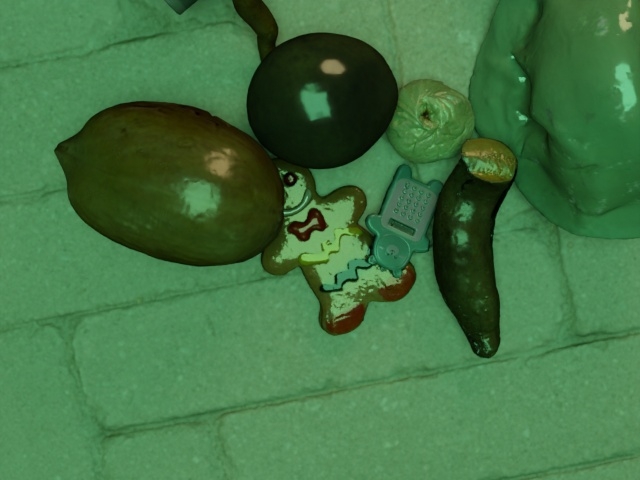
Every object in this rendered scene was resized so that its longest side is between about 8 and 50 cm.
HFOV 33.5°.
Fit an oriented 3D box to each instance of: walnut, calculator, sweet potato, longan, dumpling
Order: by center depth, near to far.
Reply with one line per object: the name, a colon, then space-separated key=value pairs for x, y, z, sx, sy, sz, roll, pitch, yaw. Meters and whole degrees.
dumpling: x=0.337 y=-0.172 z=1.292 sx=0.212 sy=0.270 sz=0.320 roll=5 pitch=73 yaw=-22
walnut: x=-0.184 y=-0.075 z=1.296 sx=0.298 sy=0.203 sz=0.203 roll=21 pitch=96 yaw=4
longan: x=0.003 y=-0.172 z=1.305 sx=0.187 sy=0.167 sz=0.167 roll=-24 pitch=97 yaw=-22
sweet potato: x=-0.075 y=-0.268 z=1.314 sx=0.044 sy=0.044 sz=0.179 roll=-22 pitch=141 yaw=3
sweet potato: x=0.193 y=0.012 z=1.347 sx=0.112 sy=0.085 sz=0.285 roll=11 pitch=106 yaw=42
calculator: x=0.106 y=-0.024 z=1.372 sx=0.094 sy=0.019 sz=0.141 roll=24 pitch=83 yaw=-11

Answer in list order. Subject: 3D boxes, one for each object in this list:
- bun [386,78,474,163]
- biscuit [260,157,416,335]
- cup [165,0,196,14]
bun: x=0.140 y=-0.150 z=1.348 sx=0.115 sy=0.069 sz=0.115 roll=0 pitch=98 yaw=0
biscuit: x=0.000 y=0.000 z=1.384 sx=0.165 sy=0.036 sz=0.250 roll=-36 pitch=95 yaw=3
cup: x=-0.168 y=-0.482 z=1.244 sx=0.274 sy=0.259 sz=0.356 roll=-38 pitch=64 yaw=3
